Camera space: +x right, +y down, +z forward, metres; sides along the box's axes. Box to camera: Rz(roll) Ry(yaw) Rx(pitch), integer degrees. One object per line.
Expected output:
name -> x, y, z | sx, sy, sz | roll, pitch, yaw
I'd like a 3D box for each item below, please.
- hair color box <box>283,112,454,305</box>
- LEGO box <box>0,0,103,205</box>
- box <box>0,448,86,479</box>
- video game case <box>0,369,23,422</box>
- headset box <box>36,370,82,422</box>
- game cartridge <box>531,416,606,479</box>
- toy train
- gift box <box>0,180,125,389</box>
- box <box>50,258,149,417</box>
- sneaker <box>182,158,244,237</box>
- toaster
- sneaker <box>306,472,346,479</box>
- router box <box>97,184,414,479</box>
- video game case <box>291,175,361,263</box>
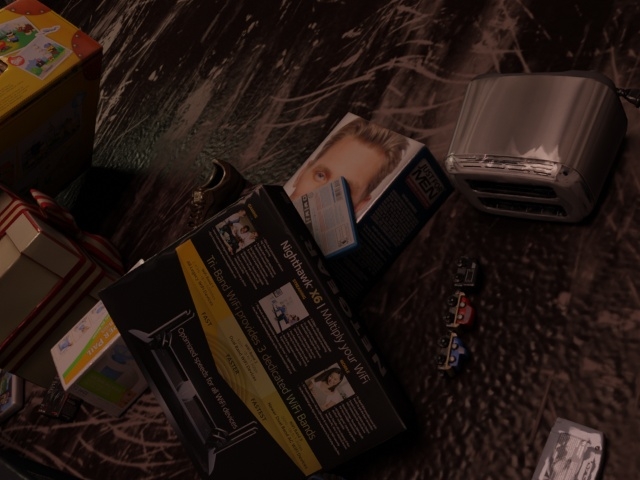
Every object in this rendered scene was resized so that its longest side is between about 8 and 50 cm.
hair color box -> 0.000, 0.000, 0.944 | 0.347, 0.105, 0.174 | -49, 43, -6
LEGO box -> -0.651, -0.159, 1.275 | 0.500, 0.193, 0.372 | -54, -2, -38
box -> -0.300, 0.441, 0.752 | 0.396, 0.212, 0.293 | 9, 65, 41
video game case -> -0.625, 0.278, 1.275 | 0.183, 0.023, 0.201 | -36, 42, 9
headset box -> -0.420, 0.252, 1.127 | 0.062, 0.032, 0.083 | -1, 59, 37
game cartridge -> 0.238, 0.216, 0.655 | 0.056, 0.017, 0.083 | 11, 66, 46
toy train -> 0.165, 0.089, 0.805 | 0.036, 0.027, 0.158 | 3, 59, 27
gift box -> -0.512, 0.051, 1.185 | 0.258, 0.255, 0.276 | -48, 52, -6
box -> -0.291, 0.148, 1.048 | 0.203, 0.114, 0.103 | -45, 42, -2
sneaker -> -0.201, -0.054, 1.168 | 0.066, 0.071, 0.188 | 5, 61, 40
toaster -> 0.258, -0.111, 0.816 | 0.227, 0.129, 0.146 | 11, 69, 40
sneaker -> 0.041, 0.338, 0.682 | 0.211, 0.080, 0.081 | 52, 130, 41
router box -> -0.076, 0.127, 0.789 | 0.243, 0.081, 0.308 | -31, 86, 14
video game case -> -0.032, -0.004, 0.882 | 0.166, 0.015, 0.119 | -25, 48, 18
